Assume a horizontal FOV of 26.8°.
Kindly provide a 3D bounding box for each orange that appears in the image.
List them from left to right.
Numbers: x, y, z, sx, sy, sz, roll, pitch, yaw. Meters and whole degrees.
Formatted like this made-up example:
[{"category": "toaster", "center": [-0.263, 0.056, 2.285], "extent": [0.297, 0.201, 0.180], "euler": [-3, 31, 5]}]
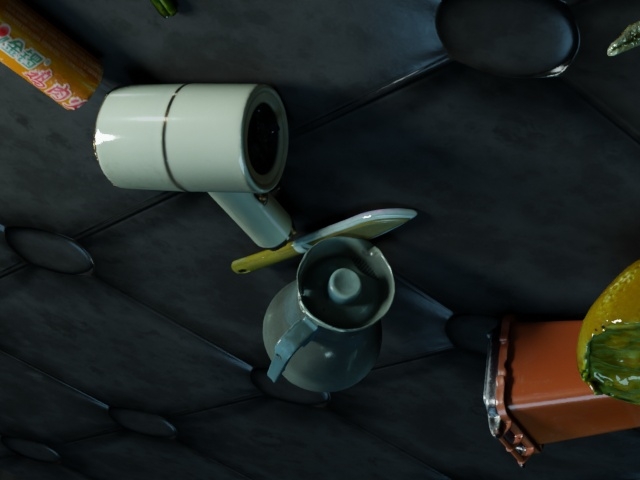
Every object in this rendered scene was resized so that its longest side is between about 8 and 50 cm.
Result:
[{"category": "orange", "center": [0.472, 0.103, 1.565], "extent": [0.334, 0.196, 0.262], "euler": [2, 164, 34]}]

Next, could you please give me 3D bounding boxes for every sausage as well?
[{"category": "sausage", "center": [-0.356, -0.240, 1.525], "extent": [0.071, 0.071, 0.234], "euler": [-13, 140, 44]}]

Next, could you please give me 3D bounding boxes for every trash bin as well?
[{"category": "trash bin", "center": [0.352, 0.202, 1.836], "extent": [0.238, 0.185, 0.161], "euler": [-8, 144, 29]}]

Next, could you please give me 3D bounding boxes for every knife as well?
[{"category": "knife", "center": [0.001, 0.000, 1.815], "extent": [0.061, 0.027, 0.343], "euler": [19, 154, -36]}]

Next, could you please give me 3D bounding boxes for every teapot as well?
[{"category": "teapot", "center": [0.005, 0.108, 1.814], "extent": [0.171, 0.203, 0.225], "euler": [41, 156, 10]}]

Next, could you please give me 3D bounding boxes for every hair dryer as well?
[{"category": "hair dryer", "center": [-0.108, -0.072, 1.666], "extent": [0.203, 0.128, 0.362], "euler": [2, 157, 24]}]

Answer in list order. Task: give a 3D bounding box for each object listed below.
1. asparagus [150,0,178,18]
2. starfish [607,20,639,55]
[{"category": "asparagus", "center": [-0.214, -0.306, 1.379], "extent": [0.233, 0.022, 0.023], "euler": [48, -176, -48]}, {"category": "starfish", "center": [0.362, -0.200, 1.206], "extent": [0.208, 0.053, 0.176], "euler": [-3, 135, 13]}]
